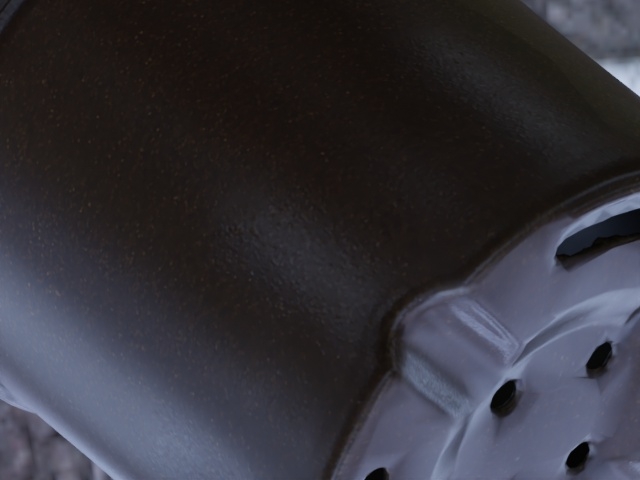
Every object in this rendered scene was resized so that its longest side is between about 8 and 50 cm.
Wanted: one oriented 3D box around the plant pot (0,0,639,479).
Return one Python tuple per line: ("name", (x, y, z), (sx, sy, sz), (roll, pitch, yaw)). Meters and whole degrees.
("plant pot", (0.000, 0.000, 0.436), (0.167, 0.167, 0.165), (-22, -137, -31))
